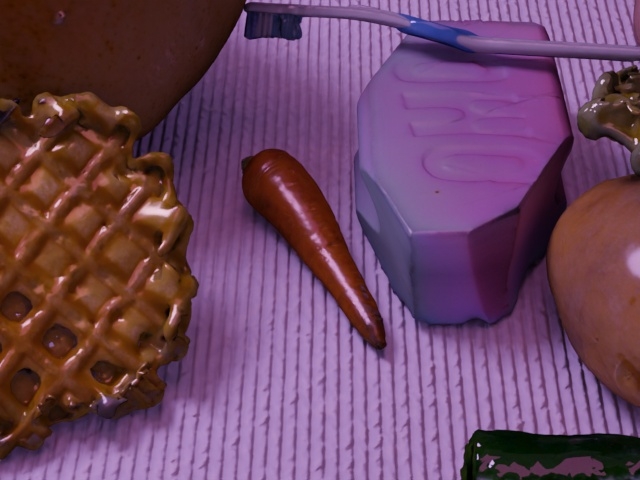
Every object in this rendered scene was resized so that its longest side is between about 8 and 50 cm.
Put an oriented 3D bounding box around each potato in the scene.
[{"bbox_3d":[0.263,0.031,1.119,0.150,0.146,0.234,-18,41,-6],"label":"potato"}]

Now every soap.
[{"bbox_3d":[0.127,-0.070,1.272,0.192,0.109,0.324,0,41,1],"label":"soap"}]

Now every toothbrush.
[{"bbox_3d":[0.117,-0.193,1.302,0.386,0.040,0.040,5,41,8],"label":"toothbrush"}]

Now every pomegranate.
[{"bbox_3d":[-0.258,-0.246,1.280,0.416,0.417,0.417,0,41,0],"label":"pomegranate"}]

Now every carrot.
[{"bbox_3d":[0.000,0.000,1.229,0.061,0.061,0.257,-20,48,-22],"label":"carrot"}]

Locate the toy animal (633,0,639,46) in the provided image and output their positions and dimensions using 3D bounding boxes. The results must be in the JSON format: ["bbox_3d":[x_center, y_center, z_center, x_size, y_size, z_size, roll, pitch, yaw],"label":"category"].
[{"bbox_3d":[0.417,-0.256,1.456,0.166,0.154,0.250,17,40,30],"label":"toy animal"}]

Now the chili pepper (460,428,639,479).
[{"bbox_3d":[0.258,0.220,0.876,0.384,0.168,0.213,14,27,15],"label":"chili pepper"}]

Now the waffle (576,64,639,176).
[{"bbox_3d":[0.372,-0.085,1.170,0.297,0.073,0.317,24,27,20],"label":"waffle"}]

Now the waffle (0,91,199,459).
[{"bbox_3d":[-0.221,0.023,1.088,0.262,0.281,0.060,-6,-4,-21],"label":"waffle"}]
